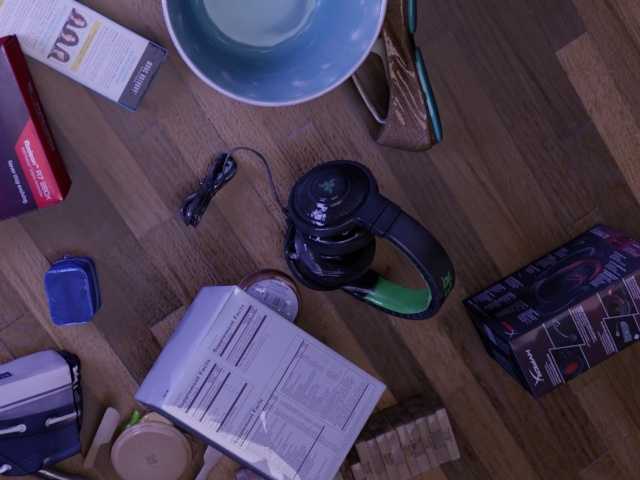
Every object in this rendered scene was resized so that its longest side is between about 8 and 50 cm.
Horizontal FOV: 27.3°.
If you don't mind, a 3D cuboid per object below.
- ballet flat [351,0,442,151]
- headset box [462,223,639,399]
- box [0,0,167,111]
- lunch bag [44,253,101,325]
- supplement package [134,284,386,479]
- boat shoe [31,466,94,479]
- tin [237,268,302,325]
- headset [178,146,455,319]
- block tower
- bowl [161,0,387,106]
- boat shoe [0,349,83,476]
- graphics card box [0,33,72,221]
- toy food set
[{"bbox_3d":[0.096,-0.291,1.927,0.124,0.116,0.343,-7,109,9],"label":"ballet flat"},{"bbox_3d":[0.394,0.094,2.009,0.293,0.218,0.110,-29,108,-5],"label":"headset box"},{"bbox_3d":[-0.345,-0.282,1.841,0.244,0.060,0.101,28,96,-17],"label":"box"},{"bbox_3d":[-0.359,0.068,1.916,0.067,0.065,0.099,-4,105,4],"label":"lunch bag"},{"bbox_3d":[-0.089,0.215,1.878,0.262,0.199,0.198,34,78,-14],"label":"supplement package"},{"bbox_3d":[-0.394,0.366,1.986,0.125,0.046,0.038,24,92,-25],"label":"boat shoe"},{"bbox_3d":[-0.098,0.135,2.004,0.106,0.040,0.190,24,96,-12],"label":"tin"},{"bbox_3d":[0.000,0.000,1.898,0.394,0.243,0.185,32,66,11],"label":"headset"},{"bbox_3d":[0.042,0.348,2.054,0.335,0.097,0.091,-21,106,-6],"label":"block tower"},{"bbox_3d":[-0.074,-0.351,1.834,0.311,0.163,0.312,-3,103,-11],"label":"bowl"},{"bbox_3d":[-0.492,0.277,1.874,0.340,0.127,0.158,-14,109,-25],"label":"boat shoe"},{"bbox_3d":[-0.553,-0.112,1.789,0.370,0.094,0.233,-17,110,1],"label":"graphics card box"},{"bbox_3d":[-0.254,0.320,2.009,0.192,0.038,0.132,23,112,-15],"label":"toy food set"}]
